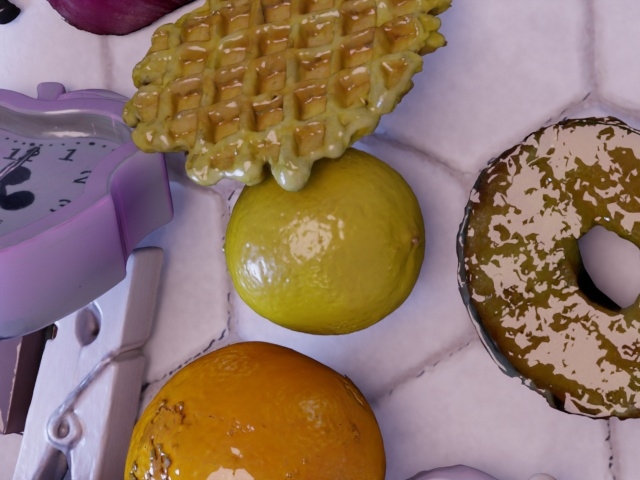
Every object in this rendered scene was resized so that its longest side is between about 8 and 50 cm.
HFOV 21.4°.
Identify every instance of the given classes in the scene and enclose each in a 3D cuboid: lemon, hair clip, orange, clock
[{"bbox_3d":[0.000,0.000,1.580,0.203,0.178,0.178,-3,90,24],"label":"lemon"},{"bbox_3d":[-0.237,0.156,1.726,0.101,0.085,0.330,17,98,27],"label":"hair clip"},{"bbox_3d":[-0.055,0.215,1.568,0.246,0.246,0.246,0,91,22],"label":"orange"},{"bbox_3d":[-0.320,-0.039,1.664,0.338,0.338,0.102,7,128,22],"label":"clock"}]

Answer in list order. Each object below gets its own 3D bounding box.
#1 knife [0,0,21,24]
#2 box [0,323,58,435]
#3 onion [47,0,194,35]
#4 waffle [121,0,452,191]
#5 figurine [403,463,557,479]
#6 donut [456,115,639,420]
[{"bbox_3d":[-0.382,-0.332,1.817,0.060,0.028,0.230,-37,74,6],"label":"knife"},{"bbox_3d":[-0.375,0.081,1.781,0.215,0.086,0.215,13,95,21],"label":"box"},{"bbox_3d":[-0.222,-0.340,1.704,0.247,0.111,0.250,-25,83,19],"label":"onion"},{"bbox_3d":[-0.037,-0.173,1.588,0.312,0.060,0.307,20,65,37],"label":"waffle"},{"bbox_3d":[0.170,0.307,1.540,0.276,0.133,0.200,37,91,13],"label":"figurine"},{"bbox_3d":[0.261,0.024,1.517,0.272,0.107,0.272,3,97,23],"label":"donut"}]
